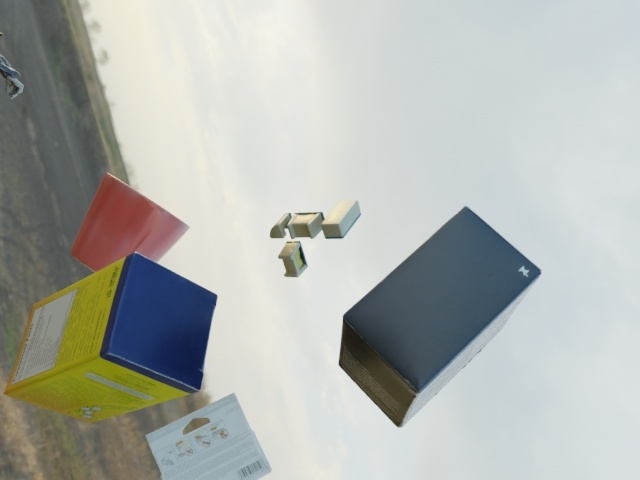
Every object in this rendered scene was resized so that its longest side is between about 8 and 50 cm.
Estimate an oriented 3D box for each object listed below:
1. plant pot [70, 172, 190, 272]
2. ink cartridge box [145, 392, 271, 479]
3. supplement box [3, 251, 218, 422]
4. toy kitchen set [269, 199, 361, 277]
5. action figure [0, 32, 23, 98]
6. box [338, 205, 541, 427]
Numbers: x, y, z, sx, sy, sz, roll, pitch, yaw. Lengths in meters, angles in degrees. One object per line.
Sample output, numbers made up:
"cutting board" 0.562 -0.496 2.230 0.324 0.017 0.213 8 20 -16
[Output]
"plant pot" -0.542 -0.015 2.006 0.275 0.243 0.275 33 -4 3
"ink cartridge box" -0.306 0.585 1.975 0.239 0.275 0.060 61 -15 19
"supplement box" -0.385 0.192 1.331 0.357 0.195 0.194 -23 -132 37
"toy kitchen set" 0.000 0.000 1.825 0.207 0.122 0.166 0 -58 29
"action figure" -0.728 -0.341 1.513 0.141 0.164 0.275 57 40 -61
"box" 0.194 0.141 1.270 0.183 0.296 0.294 44 -18 17
